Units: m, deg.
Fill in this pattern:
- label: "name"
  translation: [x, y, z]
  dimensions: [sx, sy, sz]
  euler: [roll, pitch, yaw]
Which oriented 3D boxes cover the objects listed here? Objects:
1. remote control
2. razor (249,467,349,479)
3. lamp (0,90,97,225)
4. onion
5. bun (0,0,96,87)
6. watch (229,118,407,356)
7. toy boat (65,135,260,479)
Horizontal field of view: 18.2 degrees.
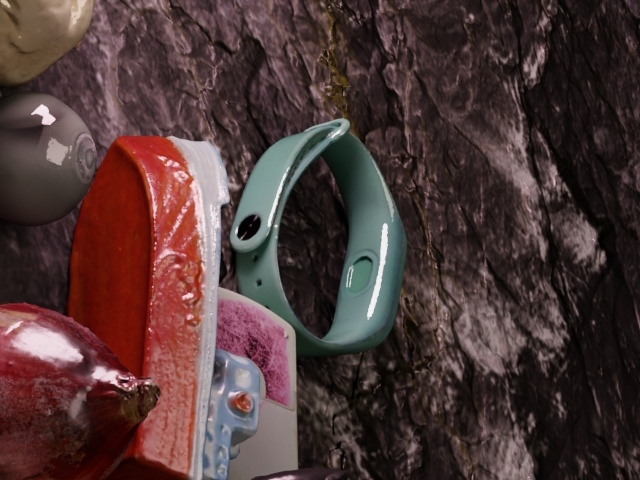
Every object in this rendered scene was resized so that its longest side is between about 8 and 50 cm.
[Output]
- label: "remote control"
  translation: [-0.077, 0.206, 1.690]
  dimensions: [0.145, 0.050, 0.344]
  euler: [28, 51, -43]
- label: "razor"
  translation: [-0.024, 0.346, 1.552]
  dimensions: [0.189, 0.107, 0.327]
  euler: [-11, 100, -57]
- label: "lamp"
  translation: [-0.226, -0.064, 1.564]
  dimensions: [0.105, 0.105, 0.105]
  euler: [24, 58, -47]
- label: "onion"
  translation: [-0.198, 0.121, 1.457]
  dimensions: [0.159, 0.195, 0.159]
  euler: [10, 78, -58]
- label: "bun"
  translation: [-0.260, -0.233, 1.553]
  dimensions: [0.229, 0.145, 0.229]
  euler: [21, 62, -45]
- label: "watch"
  translation: [0.000, 0.000, 1.888]
  dimensions: [0.195, 0.068, 0.237]
  euler: [38, 52, -37]
- label: "toy boat"
  translation: [-0.118, 0.059, 1.618]
  dimensions: [0.133, 0.145, 0.332]
  euler: [20, 57, -35]
